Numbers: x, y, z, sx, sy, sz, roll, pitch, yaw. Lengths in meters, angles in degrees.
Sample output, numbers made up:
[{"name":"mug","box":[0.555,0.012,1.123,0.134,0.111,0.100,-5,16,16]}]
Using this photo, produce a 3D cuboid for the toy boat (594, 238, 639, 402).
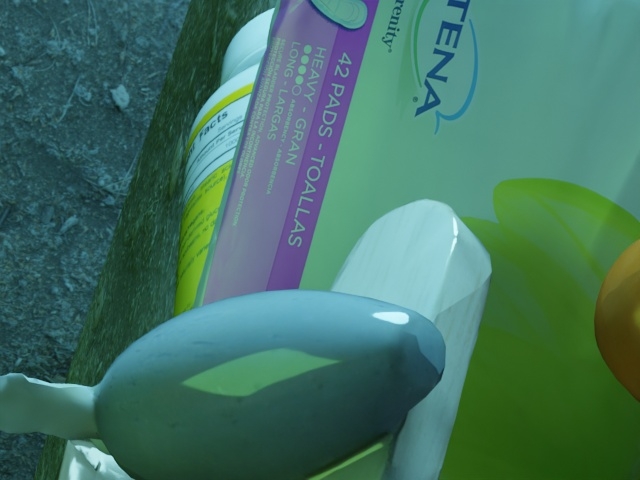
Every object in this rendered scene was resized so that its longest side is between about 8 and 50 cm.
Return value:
[{"name":"toy boat","box":[0.148,0.036,0.328,0.151,0.151,0.231,-139,64,-71]}]

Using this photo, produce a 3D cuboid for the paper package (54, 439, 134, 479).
[{"name":"paper package","box":[-0.213,0.393,1.102,0.325,0.168,0.309,122,158,-53]}]

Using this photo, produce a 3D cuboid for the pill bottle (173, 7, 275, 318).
[{"name":"pill bottle","box":[0.000,0.000,0.750,0.188,0.188,0.334,122,155,-45]}]

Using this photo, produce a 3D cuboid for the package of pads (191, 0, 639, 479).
[{"name":"package of pads","box":[0.068,0.018,0.487,0.101,0.229,0.297,4,-78,-64]}]

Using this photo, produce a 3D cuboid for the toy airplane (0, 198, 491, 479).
[{"name":"toy airplane","box":[-0.064,0.180,0.282,0.384,0.272,0.386,-59,5,12]}]
